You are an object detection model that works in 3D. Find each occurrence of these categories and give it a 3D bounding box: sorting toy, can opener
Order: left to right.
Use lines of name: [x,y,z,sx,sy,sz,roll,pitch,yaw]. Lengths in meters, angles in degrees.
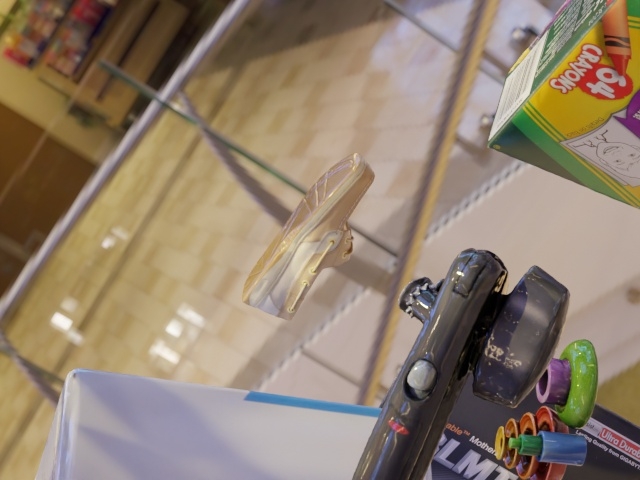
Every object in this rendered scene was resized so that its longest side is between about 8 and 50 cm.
can opener: [0.051,0.086,0.656,0.059,0.073,0.186,0,-58,-57]
sorting toy: [0.126,0.102,0.756,0.061,0.042,0.102,-94,13,-56]

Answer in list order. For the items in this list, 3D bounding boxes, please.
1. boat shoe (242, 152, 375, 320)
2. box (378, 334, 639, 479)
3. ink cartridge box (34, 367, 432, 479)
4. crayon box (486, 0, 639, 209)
boat shoe: [0.000,0.000,1.138,0.170,0.059,0.063,-51,16,24]
box: [0.172,0.272,1.374,0.293,0.295,0.073,-59,-5,-8]
ink cartridge box: [-0.105,0.288,1.104,0.395,0.285,0.166,117,157,-50]
crayon box: [0.371,-0.142,1.218,0.363,0.313,0.106,126,165,-64]
